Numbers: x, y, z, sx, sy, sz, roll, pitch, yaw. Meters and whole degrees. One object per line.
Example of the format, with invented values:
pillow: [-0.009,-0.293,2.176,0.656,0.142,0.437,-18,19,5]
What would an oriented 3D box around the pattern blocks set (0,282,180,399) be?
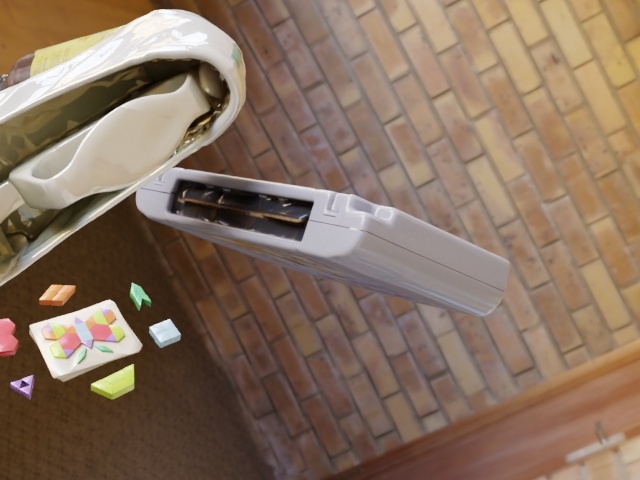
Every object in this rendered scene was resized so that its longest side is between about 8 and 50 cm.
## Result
pattern blocks set: [-0.442,0.183,1.815,0.285,0.324,0.026,39,-41,25]

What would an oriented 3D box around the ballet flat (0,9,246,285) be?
ballet flat: [-0.223,-0.036,0.694,0.139,0.400,0.139,54,-8,11]

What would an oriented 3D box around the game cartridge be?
game cartridge: [0.000,0.000,0.817,0.198,0.062,0.297,27,-10,-40]

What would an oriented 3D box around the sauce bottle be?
sauce bottle: [-0.363,-0.225,1.377,0.111,0.344,0.111,18,69,-59]
